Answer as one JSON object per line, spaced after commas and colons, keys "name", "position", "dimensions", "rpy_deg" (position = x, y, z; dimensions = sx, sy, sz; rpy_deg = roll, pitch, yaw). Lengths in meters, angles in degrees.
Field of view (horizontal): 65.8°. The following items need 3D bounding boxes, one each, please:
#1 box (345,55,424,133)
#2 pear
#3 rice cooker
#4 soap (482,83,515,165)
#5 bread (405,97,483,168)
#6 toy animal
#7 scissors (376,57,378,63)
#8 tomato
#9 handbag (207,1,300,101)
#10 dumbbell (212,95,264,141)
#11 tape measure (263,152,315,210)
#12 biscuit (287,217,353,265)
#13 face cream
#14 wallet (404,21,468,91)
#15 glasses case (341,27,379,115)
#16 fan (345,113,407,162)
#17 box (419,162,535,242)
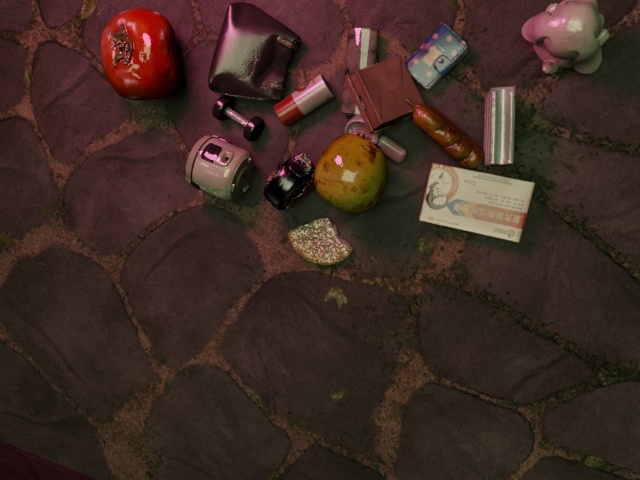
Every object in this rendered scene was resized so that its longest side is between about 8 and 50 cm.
{"name": "box", "position": [0.227, -0.507, 1.712], "dimensions": [0.215, 0.086, 0.215], "rpy_deg": [-26, 92, -22]}
{"name": "pear", "position": [0.112, -0.232, 1.743], "dimensions": [0.283, 0.283, 0.284], "rpy_deg": [2, 97, 15]}
{"name": "rice cooker", "position": [-0.391, -0.283, 1.898], "dimensions": [0.244, 0.226, 0.226], "rpy_deg": [24, 102, 13]}
{"name": "soap", "position": [0.603, -0.381, 1.658], "dimensions": [0.094, 0.150, 0.262], "rpy_deg": [1, 97, 9]}
{"name": "bread", "position": [0.417, -0.369, 1.694], "dimensions": [0.344, 0.124, 0.084], "rpy_deg": [37, 124, -10]}
{"name": "toy animal", "position": [0.766, -0.629, 1.525], "dimensions": [0.271, 0.265, 0.206], "rpy_deg": [36, 106, 6]}
{"name": "scissors", "position": [0.192, -0.646, 1.803], "dimensions": [0.039, 0.012, 0.113], "rpy_deg": [-15, 93, 16]}
{"name": "tomato", "position": [-0.678, -0.696, 1.883], "dimensions": [0.293, 0.290, 0.325], "rpy_deg": [-11, 92, 14]}
{"name": "handbag", "position": [-0.241, -0.684, 1.851], "dimensions": [0.288, 0.152, 0.342], "rpy_deg": [21, 105, 0]}
{"name": "dumbbell", "position": [-0.317, -0.471, 1.914], "dimensions": [0.191, 0.100, 0.100], "rpy_deg": [36, 104, 9]}
{"name": "tape measure", "position": [-0.111, -0.218, 1.838], "dimensions": [0.223, 0.202, 0.135], "rpy_deg": [-45, 83, 1]}
{"name": "biscuit", "position": [0.000, 0.000, 1.919], "dimensions": [0.265, 0.040, 0.188], "rpy_deg": [19, 102, 10]}
{"name": "face cream", "position": [-0.062, -0.519, 1.842], "dimensions": [0.214, 0.096, 0.096], "rpy_deg": [-29, 89, 16]}
{"name": "wallet", "position": [0.403, -0.638, 1.725], "dimensions": [0.141, 0.059, 0.202], "rpy_deg": [45, 105, 4]}
{"name": "glasses case", "position": [0.144, -0.604, 1.787], "dimensions": [0.114, 0.060, 0.299], "rpy_deg": [7, 102, 17]}
{"name": "fan", "position": [0.204, -0.362, 1.789], "dimensions": [0.244, 0.074, 0.130], "rpy_deg": [32, 145, -1]}
{"name": "box", "position": [0.546, -0.137, 1.748], "dimensions": [0.353, 0.069, 0.214], "rpy_deg": [14, 100, 14]}
